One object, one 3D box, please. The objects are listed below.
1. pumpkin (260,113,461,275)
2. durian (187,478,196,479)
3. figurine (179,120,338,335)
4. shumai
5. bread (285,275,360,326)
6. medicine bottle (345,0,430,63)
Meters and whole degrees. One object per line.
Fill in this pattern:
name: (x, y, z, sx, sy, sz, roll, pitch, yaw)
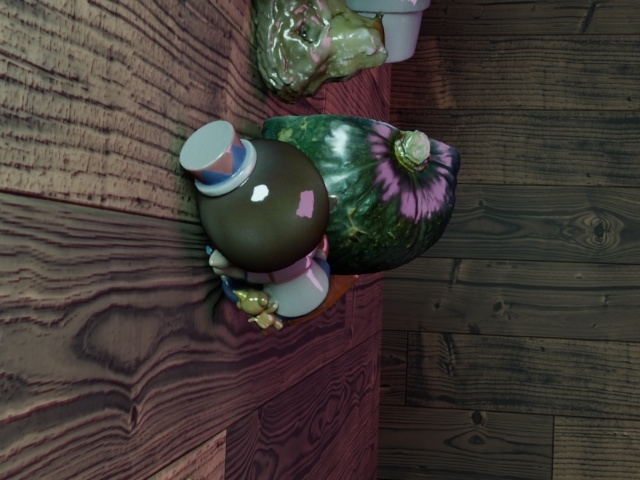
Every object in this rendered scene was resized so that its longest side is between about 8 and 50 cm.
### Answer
pumpkin: (0.048, -0.049, 1.243, 0.263, 0.293, 0.197, -5, -103, 60)
durian: (-0.097, 0.345, 0.994, 0.208, 0.102, 0.146, 75, 13, -70)
figurine: (-0.065, -0.025, 1.000, 0.158, 0.161, 0.275, 50, -19, 32)
shumai: (0.006, -0.293, 1.233, 0.166, 0.176, 0.206, 6, 83, -80)
bread: (0.009, 0.006, 1.428, 0.129, 0.134, 0.260, -16, 108, -81)
medicine bottle: (0.070, -0.447, 1.371, 0.245, 0.245, 0.306, -70, 168, -61)
